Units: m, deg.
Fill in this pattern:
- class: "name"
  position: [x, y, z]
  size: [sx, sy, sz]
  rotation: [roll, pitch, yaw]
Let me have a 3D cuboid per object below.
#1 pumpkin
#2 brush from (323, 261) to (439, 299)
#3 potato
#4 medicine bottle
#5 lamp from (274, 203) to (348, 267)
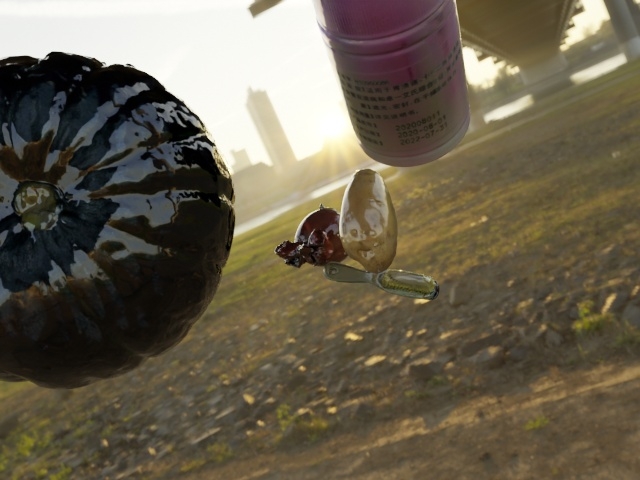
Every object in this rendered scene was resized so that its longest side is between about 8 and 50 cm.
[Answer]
- class: "pumpkin"
  position: [-0.272, -0.025, 0.720]
  size: [0.363, 0.363, 0.266]
  rotation: [-24, -1, -2]
- class: "brush"
  position: [0.156, 0.092, 1.643]
  size: [0.297, 0.068, 0.060]
  rotation: [9, -21, -2]
- class: "potato"
  position: [0.100, -0.044, 1.438]
  size: [0.128, 0.234, 0.161]
  rotation: [-9, -4, 11]
- class: "medicine bottle"
  position: [0.085, -0.221, 0.761]
  size: [0.152, 0.152, 0.254]
  rotation: [-24, -39, 1]
- class: "lamp"
  position: [0.009, 0.007, 1.718]
  size: [0.223, 0.151, 0.215]
  rotation: [-53, 18, -29]
